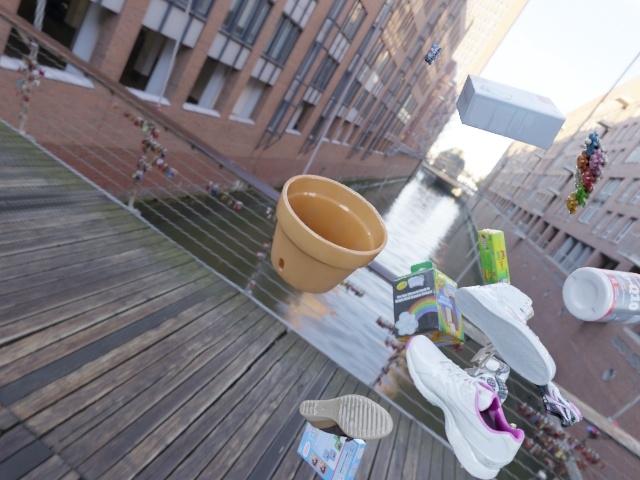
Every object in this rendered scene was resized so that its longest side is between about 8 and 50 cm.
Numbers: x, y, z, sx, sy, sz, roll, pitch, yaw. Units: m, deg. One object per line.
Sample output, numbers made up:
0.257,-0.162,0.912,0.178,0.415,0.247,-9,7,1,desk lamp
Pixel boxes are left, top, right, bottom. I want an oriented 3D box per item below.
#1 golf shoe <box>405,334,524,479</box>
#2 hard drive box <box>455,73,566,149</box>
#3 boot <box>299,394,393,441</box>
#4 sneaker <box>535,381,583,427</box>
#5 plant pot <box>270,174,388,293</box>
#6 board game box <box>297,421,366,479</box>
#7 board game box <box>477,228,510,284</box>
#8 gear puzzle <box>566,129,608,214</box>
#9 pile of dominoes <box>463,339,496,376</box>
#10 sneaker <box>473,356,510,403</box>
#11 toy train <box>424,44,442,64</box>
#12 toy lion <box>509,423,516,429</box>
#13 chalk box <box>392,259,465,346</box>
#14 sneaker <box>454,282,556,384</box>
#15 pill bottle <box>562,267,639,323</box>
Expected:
0.288,0.307,0.904,0.115,0.140,0.306,1,44,-36,golf shoe
0.486,-0.339,1.159,0.231,0.089,0.181,17,36,0,hard drive box
0.092,0.436,1.063,0.248,0.090,0.207,-4,-33,35,boot
0.735,0.511,1.412,0.072,0.077,0.178,55,-3,-42,sneaker
0.000,0.000,1.146,0.290,0.204,0.291,21,34,-15,plant pot
0.028,0.619,1.326,0.039,0.160,0.211,18,2,-42,board game box
0.589,0.057,1.513,0.043,0.182,0.092,-12,8,-10,board game box
0.932,-0.223,1.594,0.044,0.339,0.176,0,55,11,gear puzzle
0.506,0.342,1.321,0.040,0.196,0.251,41,-7,17,pile of dominoes
0.593,0.571,1.628,0.157,0.182,0.410,20,18,29,sneaker
0.361,-0.599,1.427,0.036,0.027,0.158,35,42,-1,toy train
0.633,0.662,1.569,0.100,0.034,0.096,13,-16,-40,toy lion
0.376,0.216,1.576,0.179,0.180,0.289,31,50,-40,chalk box
0.486,0.204,1.079,0.169,0.108,0.293,-8,40,-27,sneaker
0.916,0.174,1.373,0.282,0.162,0.161,6,25,-20,pill bottle
